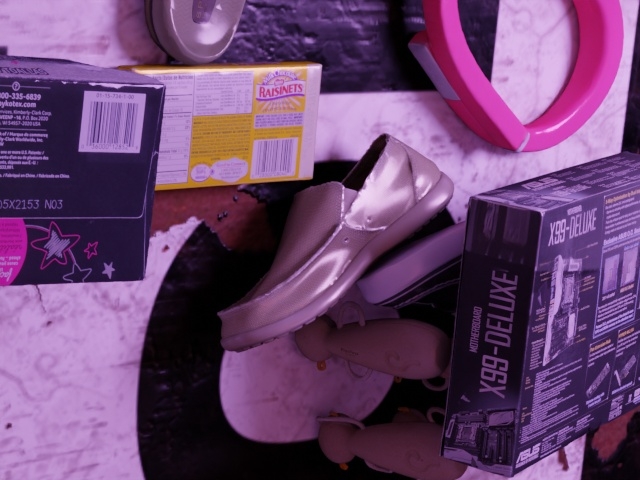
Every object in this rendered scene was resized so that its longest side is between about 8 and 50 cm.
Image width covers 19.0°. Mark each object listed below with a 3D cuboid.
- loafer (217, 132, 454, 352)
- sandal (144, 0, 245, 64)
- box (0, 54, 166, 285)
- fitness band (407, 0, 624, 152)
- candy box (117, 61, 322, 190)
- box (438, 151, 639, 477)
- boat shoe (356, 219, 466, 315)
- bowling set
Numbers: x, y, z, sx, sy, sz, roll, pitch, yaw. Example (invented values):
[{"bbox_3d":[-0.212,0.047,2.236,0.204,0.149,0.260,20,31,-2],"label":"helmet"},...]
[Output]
[{"bbox_3d":[0.000,0.000,1.693,0.268,0.102,0.092,-40,97,-27],"label":"loafer"},{"bbox_3d":[-0.065,-0.290,1.552,0.120,0.086,0.303,0,103,-41],"label":"sandal"},{"bbox_3d":[-0.260,-0.058,1.418,0.247,0.142,0.163,-2,102,-42],"label":"box"},{"bbox_3d":[0.191,-0.210,1.820,0.209,0.054,0.291,-54,131,-15],"label":"fitness band"},{"bbox_3d":[-0.087,-0.099,1.631,0.206,0.027,0.105,-5,104,-40],"label":"candy box"},{"bbox_3d":[0.229,0.059,1.755,0.307,0.076,0.242,-17,116,-54],"label":"box"},{"bbox_3d":[0.152,0.030,1.790,0.301,0.108,0.102,-19,86,-51],"label":"boat shoe"},{"bbox_3d":[0.099,0.162,1.816,0.200,0.154,0.287,-36,124,-50],"label":"bowling set"}]
